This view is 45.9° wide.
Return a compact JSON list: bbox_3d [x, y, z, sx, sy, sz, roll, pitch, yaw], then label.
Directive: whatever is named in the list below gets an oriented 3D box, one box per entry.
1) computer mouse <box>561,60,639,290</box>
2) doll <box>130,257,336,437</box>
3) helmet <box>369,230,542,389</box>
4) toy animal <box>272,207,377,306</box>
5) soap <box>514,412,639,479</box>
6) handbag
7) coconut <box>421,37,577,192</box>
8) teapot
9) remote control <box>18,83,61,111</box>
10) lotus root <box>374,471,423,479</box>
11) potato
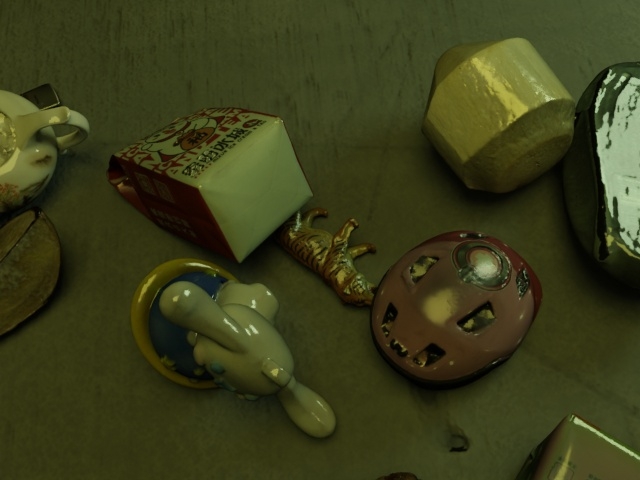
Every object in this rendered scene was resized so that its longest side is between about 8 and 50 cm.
[{"bbox_3d":[0.446,-0.088,1.076,0.203,0.114,0.373,13,62,3],"label":"computer mouse"},{"bbox_3d":[-0.099,0.131,0.979,0.311,0.243,0.159,44,56,-21],"label":"doll"},{"bbox_3d":[0.180,0.075,1.000,0.253,0.154,0.198,-42,68,-11],"label":"helmet"},{"bbox_3d":[0.000,0.000,1.095,0.241,0.056,0.099,37,72,18],"label":"toy animal"},{"bbox_3d":[0.320,0.317,0.852,0.199,0.182,0.138,30,69,16],"label":"soap"},{"bbox_3d":[-0.172,-0.100,1.102,0.298,0.151,0.171,21,55,44],"label":"handbag"},{"bbox_3d":[0.246,-0.188,1.091,0.202,0.202,0.222,-27,68,-9],"label":"coconut"},{"bbox_3d":[-0.495,-0.139,1.139,0.298,0.139,0.204,-17,73,-8],"label":"teapot"},{"bbox_3d":[-0.530,-0.194,1.240,0.212,0.028,0.059,-27,69,-9],"label":"remote control"},{"bbox_3d":[0.036,0.420,0.854,0.167,0.078,0.329,33,81,18],"label":"lotus root"},{"bbox_3d":[-0.460,0.066,1.091,0.261,0.100,0.120,-47,31,-3],"label":"potato"}]
